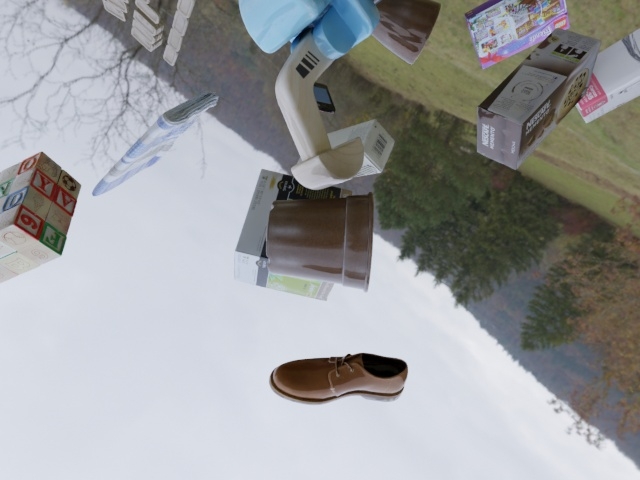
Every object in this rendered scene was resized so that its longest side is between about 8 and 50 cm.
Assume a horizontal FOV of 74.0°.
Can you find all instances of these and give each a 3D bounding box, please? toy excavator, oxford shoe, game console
[{"bbox_3d":[-0.027,-0.377,0.800,0.222,0.445,0.433,-11,130,47],"label":"toy excavator"},{"bbox_3d":[0.029,0.196,0.640,0.212,0.076,0.076,1,-139,-10],"label":"oxford shoe"},{"bbox_3d":[-0.012,-0.460,1.257,0.124,0.085,0.144,4,-130,-23],"label":"game console"}]

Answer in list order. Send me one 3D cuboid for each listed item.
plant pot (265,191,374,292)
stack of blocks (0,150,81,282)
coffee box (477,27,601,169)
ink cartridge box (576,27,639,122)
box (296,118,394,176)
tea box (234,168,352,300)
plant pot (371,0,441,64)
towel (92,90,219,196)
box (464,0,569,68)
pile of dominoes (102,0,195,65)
[{"bbox_3d":[0.000,0.000,0.710,0.165,0.167,0.167,2,-168,3],"label":"plant pot"},{"bbox_3d":[-0.564,-0.009,0.703,0.087,0.297,0.171,58,-166,-49],"label":"stack of blocks"},{"bbox_3d":[0.523,-0.343,1.038,0.119,0.297,0.168,39,169,32],"label":"coffee box"},{"bbox_3d":[0.823,-0.455,1.133,0.207,0.283,0.117,-3,-112,-54],"label":"ink cartridge box"},{"bbox_3d":[0.062,-0.240,1.184,0.094,0.113,0.275,38,158,-32],"label":"box"},{"bbox_3d":[-0.087,-0.016,1.409,0.323,0.329,0.220,14,148,-3],"label":"tea box"},{"bbox_3d":[0.265,-0.772,1.493,0.230,0.215,0.215,22,-167,-8],"label":"plant pot"},{"bbox_3d":[-0.351,-0.207,0.912,0.034,0.285,0.209,50,-150,-16],"label":"towel"},{"bbox_3d":[0.662,-0.743,1.435,0.201,0.293,0.057,50,-150,-39],"label":"box"},{"bbox_3d":[-0.360,-0.507,0.898,0.196,0.040,0.251,42,152,-15],"label":"pile of dominoes"}]
